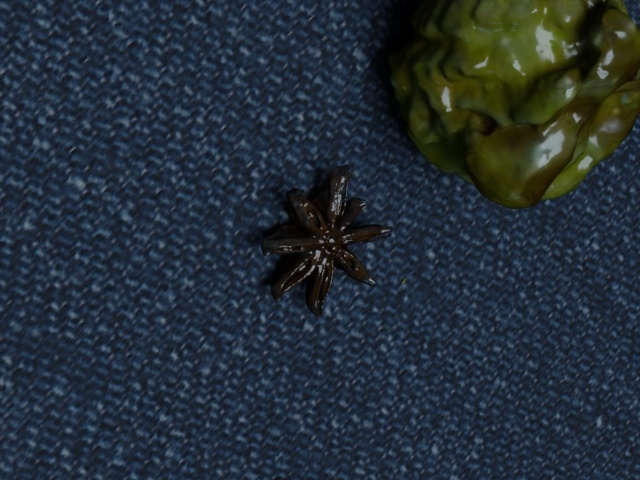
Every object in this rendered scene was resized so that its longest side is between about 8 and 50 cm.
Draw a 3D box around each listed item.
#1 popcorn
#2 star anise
[{"bbox_3d":[0.185,-0.147,1.644,0.206,0.251,0.237,2,98,-29],"label":"popcorn"},{"bbox_3d":[-0.002,0.001,1.678,0.141,0.042,0.141,-13,111,-35],"label":"star anise"}]
